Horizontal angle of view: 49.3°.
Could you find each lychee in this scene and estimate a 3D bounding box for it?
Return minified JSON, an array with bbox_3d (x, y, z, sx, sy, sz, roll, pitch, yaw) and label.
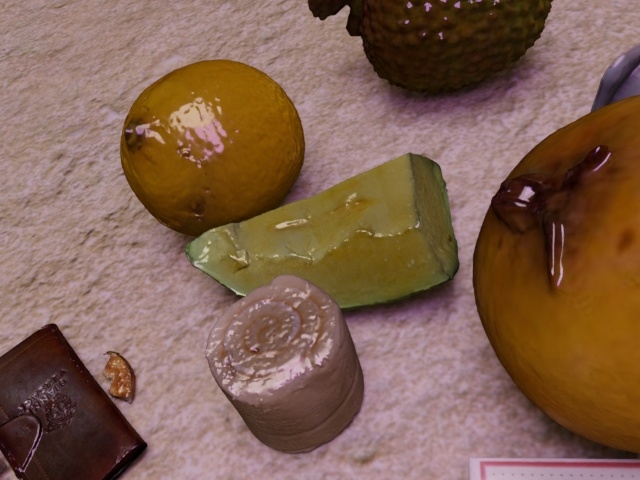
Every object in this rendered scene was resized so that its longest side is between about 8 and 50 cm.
[{"bbox_3d":[0.169,-0.348,1.018,0.319,0.270,0.270,1,48,43],"label":"lychee"}]

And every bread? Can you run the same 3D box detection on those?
[{"bbox_3d":[-0.032,0.134,0.746,0.134,0.141,0.148,32,66,36],"label":"bread"}]

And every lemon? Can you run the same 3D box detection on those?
[{"bbox_3d":[-0.135,-0.124,0.935,0.253,0.229,0.228,-25,47,-24],"label":"lemon"}]

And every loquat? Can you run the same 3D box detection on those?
[{"bbox_3d":[0.319,0.035,0.638,0.359,0.328,0.329,29,51,-18],"label":"loquat"}]

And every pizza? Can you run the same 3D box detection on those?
[{"bbox_3d":[-0.249,0.168,0.864,0.037,0.016,0.083,-29,53,-11],"label":"pizza"}]

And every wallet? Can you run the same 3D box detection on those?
[{"bbox_3d":[-0.322,0.212,0.836,0.137,0.031,0.255,-41,52,-17],"label":"wallet"}]

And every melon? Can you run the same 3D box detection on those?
[{"bbox_3d":[0.000,0.000,0.867,0.323,0.124,0.196,-14,43,15],"label":"melon"}]

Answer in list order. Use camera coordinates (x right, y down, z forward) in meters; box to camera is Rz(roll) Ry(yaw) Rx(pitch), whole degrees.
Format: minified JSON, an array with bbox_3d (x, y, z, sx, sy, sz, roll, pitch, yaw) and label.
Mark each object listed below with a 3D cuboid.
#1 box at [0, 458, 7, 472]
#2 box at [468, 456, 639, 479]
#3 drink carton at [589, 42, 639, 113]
[{"bbox_3d":[-0.555,0.340,0.782,0.204,0.051,0.365,26,62,32],"label":"box"},{"bbox_3d":[0.225,0.339,0.535,0.210,0.095,0.330,-3,49,13],"label":"box"},{"bbox_3d":[0.450,-0.136,0.824,0.185,0.191,0.189,-36,60,-18],"label":"drink carton"}]
